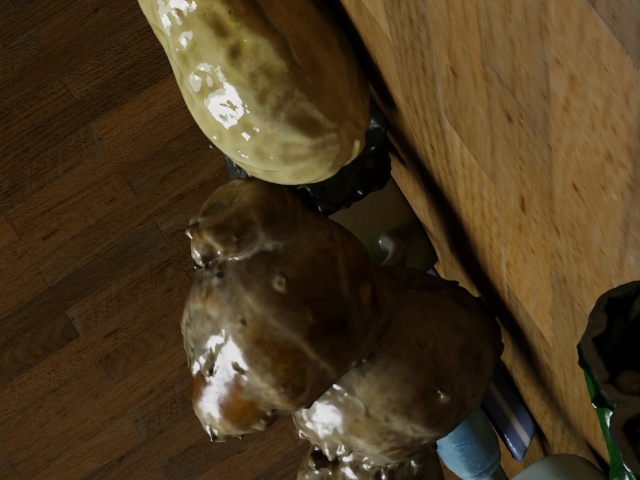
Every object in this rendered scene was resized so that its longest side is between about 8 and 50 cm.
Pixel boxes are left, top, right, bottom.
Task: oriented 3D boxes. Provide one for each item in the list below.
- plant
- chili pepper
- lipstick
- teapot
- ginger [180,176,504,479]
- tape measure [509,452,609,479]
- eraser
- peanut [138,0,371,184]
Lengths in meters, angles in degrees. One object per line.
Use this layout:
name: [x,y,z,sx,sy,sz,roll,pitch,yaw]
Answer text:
plant: [-0.019,-0.077,1.639,0.131,0.142,0.203,65,164,-7]
chili pepper: [0.197,0.158,0.963,0.136,0.099,0.270,41,162,47]
lipstick: [0.157,0.219,1.966,0.068,0.061,0.274,53,176,40]
teapot: [0.000,0.000,1.863,0.185,0.175,0.267,56,178,-28]
ginger: [0.009,0.093,1.588,0.176,0.256,0.375,28,166,50]
tape measure: [0.174,0.314,1.630,0.246,0.243,0.125,58,177,-26]
eraser: [0.154,0.123,1.971,0.225,0.036,0.082,57,177,4]
peanut: [-0.064,-0.179,1.444,0.305,0.147,0.147,62,176,-12]
